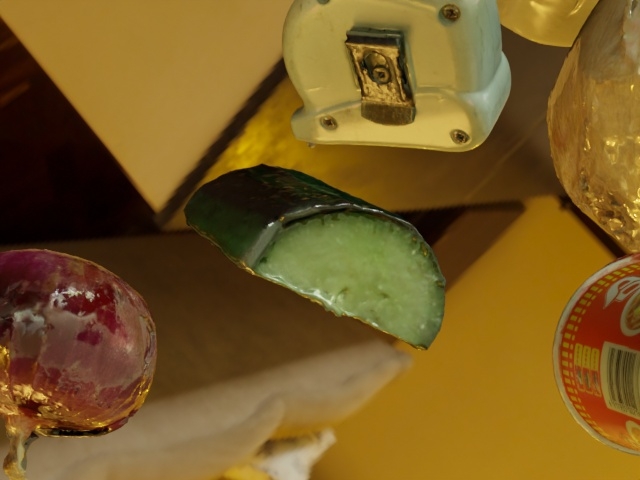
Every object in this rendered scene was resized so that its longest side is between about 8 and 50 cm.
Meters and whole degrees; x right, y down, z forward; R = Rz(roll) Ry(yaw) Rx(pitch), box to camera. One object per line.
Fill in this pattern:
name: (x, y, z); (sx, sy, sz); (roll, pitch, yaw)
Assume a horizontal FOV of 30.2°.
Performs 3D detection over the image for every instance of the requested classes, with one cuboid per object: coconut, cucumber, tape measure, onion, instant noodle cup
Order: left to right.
onion: (-0.345, 0.120, 1.453); (0.256, 0.272, 0.230); (-23, 148, 9)
cucumber: (0.000, 0.000, 0.638); (0.116, 0.115, 0.062); (27, 89, -30)
tape measure: (0.072, -0.198, 1.283); (0.125, 0.243, 0.246); (-61, 146, -40)
instant noodle cup: (0.306, 0.102, 0.961); (0.193, 0.193, 0.212); (-40, -178, -1)
coconut: (0.441, -0.126, 1.328); (0.404, 0.404, 0.404); (-36, 162, -14)

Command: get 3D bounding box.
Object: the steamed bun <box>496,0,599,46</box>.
steamed bun: (0.420, -0.499, 1.600); (0.456, 0.290, 0.371); (-63, -179, -28)
